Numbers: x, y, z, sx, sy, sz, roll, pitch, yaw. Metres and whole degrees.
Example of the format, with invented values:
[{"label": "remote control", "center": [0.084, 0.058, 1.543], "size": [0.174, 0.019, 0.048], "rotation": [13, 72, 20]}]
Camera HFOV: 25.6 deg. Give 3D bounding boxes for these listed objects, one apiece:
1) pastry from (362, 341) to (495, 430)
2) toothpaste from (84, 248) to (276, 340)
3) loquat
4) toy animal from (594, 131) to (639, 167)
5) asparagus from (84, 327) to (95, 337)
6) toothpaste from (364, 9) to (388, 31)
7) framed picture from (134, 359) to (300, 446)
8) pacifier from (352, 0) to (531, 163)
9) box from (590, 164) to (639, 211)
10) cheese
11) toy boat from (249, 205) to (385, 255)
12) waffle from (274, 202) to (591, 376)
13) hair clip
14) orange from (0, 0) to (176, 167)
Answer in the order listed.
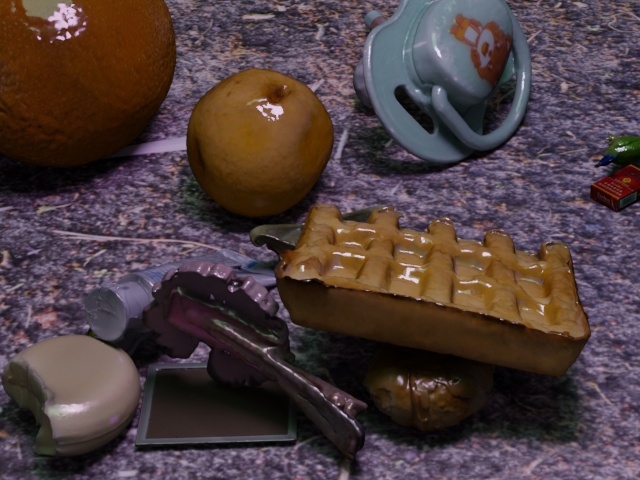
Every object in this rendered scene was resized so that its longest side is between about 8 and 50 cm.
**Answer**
[{"label": "pastry", "center": [0.123, 0.154, 1.598], "size": [0.153, 0.081, 0.153], "rotation": [4, 33, -3]}, {"label": "toothpaste", "center": [-0.166, 0.058, 1.745], "size": [0.114, 0.073, 0.299], "rotation": [20, 21, 30]}, {"label": "loquat", "center": [-0.084, -0.134, 1.943], "size": [0.208, 0.208, 0.208], "rotation": [-3, 35, 2]}, {"label": "toy animal", "center": [0.455, -0.137, 2.015], "size": [0.217, 0.041, 0.075], "rotation": [-15, 16, -37]}, {"label": "asparagus", "center": [-0.291, 0.123, 1.741], "size": [0.016, 0.016, 0.163], "rotation": [-11, 31, 24]}, {"label": "toothpaste", "center": [0.133, -0.320, 2.325], "size": [0.056, 0.036, 0.205], "rotation": [-18, 41, -18]}, {"label": "framed picture", "center": [-0.116, 0.189, 1.632], "size": [0.183, 0.011, 0.142], "rotation": [-2, 35, 2]}, {"label": "pacifier", "center": [0.161, -0.253, 2.101], "size": [0.269, 0.288, 0.343], "rotation": [-13, 39, 54]}, {"label": "box", "center": [0.419, -0.073, 1.945], "size": [0.082, 0.023, 0.051], "rotation": [-25, 41, -27]}, {"label": "cheese", "center": [-0.252, 0.158, 1.638], "size": [0.163, 0.071, 0.249], "rotation": [29, 37, 32]}, {"label": "toy boat", "center": [0.001, 0.001, 1.839], "size": [0.185, 0.071, 0.089], "rotation": [-10, 36, -7]}, {"label": "waffle", "center": [0.130, 0.049, 1.634], "size": [0.348, 0.078, 0.304], "rotation": [11, 20, 3]}, {"label": "hair clip", "center": [-0.062, 0.133, 1.577], "size": [0.300, 0.173, 0.069], "rotation": [35, 42, 14]}, {"label": "orange", "center": [-0.374, -0.271, 2.071], "size": [0.322, 0.322, 0.357], "rotation": [19, 30, 30]}]
